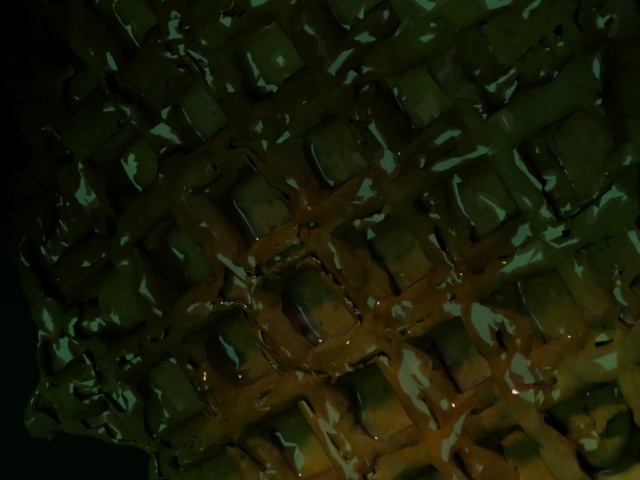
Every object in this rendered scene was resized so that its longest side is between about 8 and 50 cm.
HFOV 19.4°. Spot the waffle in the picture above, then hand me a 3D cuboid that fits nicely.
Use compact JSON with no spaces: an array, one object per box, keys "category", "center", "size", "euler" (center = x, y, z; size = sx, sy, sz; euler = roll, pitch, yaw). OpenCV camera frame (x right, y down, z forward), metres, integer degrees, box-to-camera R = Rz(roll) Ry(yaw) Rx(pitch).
[{"category":"waffle","center":[0.001,-0.001,0.570],"size":[0.245,0.052,0.254],"euler":[15,118,27]}]

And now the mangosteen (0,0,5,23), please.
[{"category":"mangosteen","center":[-0.212,-0.068,0.567],"size":[0.287,0.287,0.233],"euler":[13,90,26]}]
